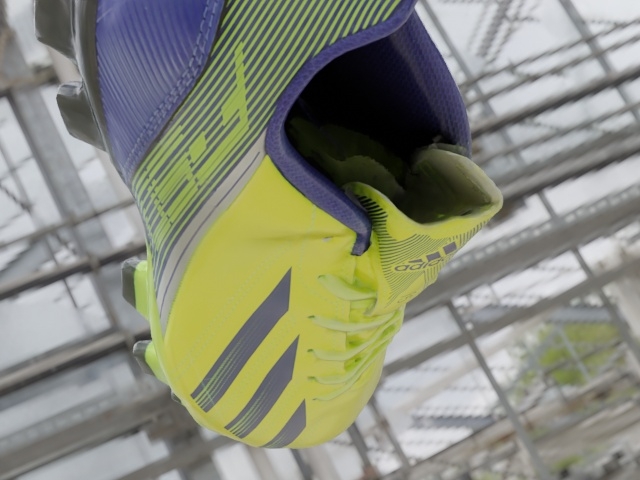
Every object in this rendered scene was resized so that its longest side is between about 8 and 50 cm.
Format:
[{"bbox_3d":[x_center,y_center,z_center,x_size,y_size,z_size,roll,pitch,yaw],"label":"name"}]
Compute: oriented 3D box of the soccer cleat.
[{"bbox_3d":[-0.001,0.001,0.458,0.289,0.121,0.093,77,-147,-55],"label":"soccer cleat"}]
